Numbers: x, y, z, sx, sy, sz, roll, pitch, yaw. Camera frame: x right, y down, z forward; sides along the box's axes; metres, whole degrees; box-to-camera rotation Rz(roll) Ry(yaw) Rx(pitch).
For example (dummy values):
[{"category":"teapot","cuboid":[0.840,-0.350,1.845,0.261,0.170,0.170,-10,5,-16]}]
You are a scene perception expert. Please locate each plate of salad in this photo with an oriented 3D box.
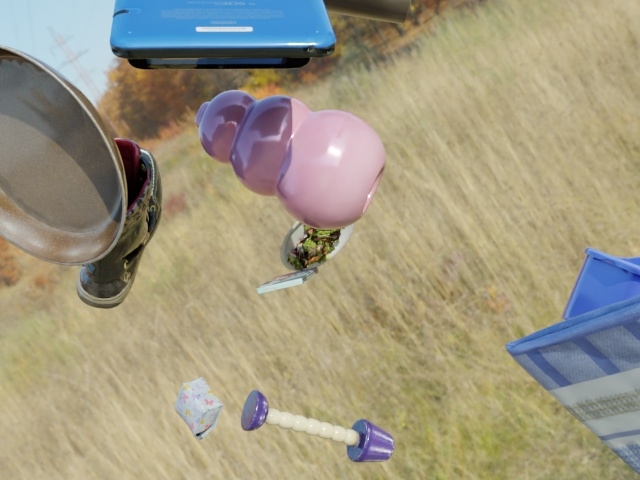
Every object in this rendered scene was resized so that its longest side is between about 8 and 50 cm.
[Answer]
[{"category":"plate of salad","cuboid":[0.000,0.000,1.814,0.200,0.048,0.200,-26,-37,-21]}]

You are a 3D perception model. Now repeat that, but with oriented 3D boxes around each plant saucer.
[{"category":"plant saucer","cuboid":[-0.365,-0.109,1.023,0.310,0.310,0.050,-26,16,40]}]

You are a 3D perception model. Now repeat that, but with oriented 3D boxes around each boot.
[{"category":"boot","cuboid":[-0.379,-0.091,1.541,0.284,0.138,0.377,113,170,-54]}]

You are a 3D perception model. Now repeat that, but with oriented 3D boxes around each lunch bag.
[{"category":"lunch bag","cuboid":[-0.208,0.286,1.361,0.053,0.071,0.083,-10,-46,-45]}]

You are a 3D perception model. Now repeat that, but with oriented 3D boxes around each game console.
[{"category":"game console","cuboid":[-0.140,-0.265,1.155,0.293,0.173,0.250,-3,41,-8]}]

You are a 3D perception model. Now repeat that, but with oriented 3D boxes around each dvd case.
[{"category":"dvd case","cuboid":[-0.058,0.072,1.466,0.087,0.013,0.119,-14,3,14]}]

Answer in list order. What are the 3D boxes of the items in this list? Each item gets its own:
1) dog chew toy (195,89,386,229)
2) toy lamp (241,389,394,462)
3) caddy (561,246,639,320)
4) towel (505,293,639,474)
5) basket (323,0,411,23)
[{"category":"dog chew toy","cuboid":[-0.059,-0.153,1.378,0.206,0.332,0.207,24,-90,-83]},{"category":"toy lamp","cuboid":[0.000,0.327,1.388,0.080,0.274,0.080,-54,24,37]},{"category":"caddy","cuboid":[0.550,0.105,1.292,0.341,0.241,0.179,-131,63,-76]},{"category":"towel","cuboid":[0.331,0.153,0.709,0.209,0.285,0.034,-35,18,52]},{"category":"basket","cuboid":[0.062,-0.495,1.508,0.204,0.227,0.154,-80,3,-64]}]
